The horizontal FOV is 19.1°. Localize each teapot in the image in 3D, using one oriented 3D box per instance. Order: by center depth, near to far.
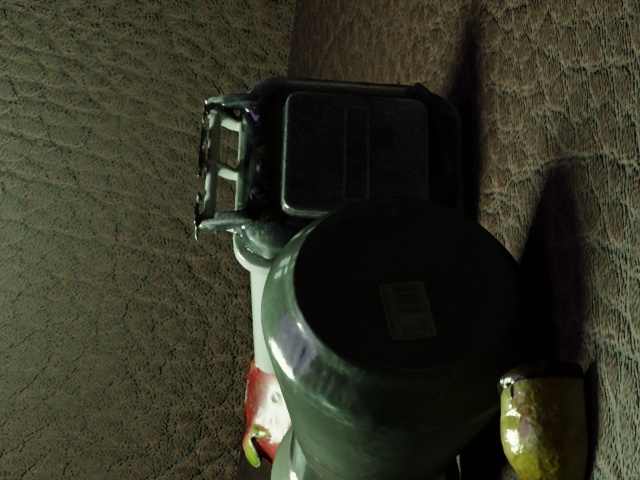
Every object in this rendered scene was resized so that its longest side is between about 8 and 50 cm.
[{"bbox_3d":[0.076,0.157,1.811,0.300,0.253,0.344,53,155,29],"label":"teapot"}]

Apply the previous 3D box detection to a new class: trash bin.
[{"bbox_3d":[0.000,0.000,2.196,0.367,0.296,0.255,99,172,-59],"label":"trash bin"}]

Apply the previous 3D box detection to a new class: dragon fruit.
[{"bbox_3d":[-0.014,0.203,2.498,0.269,0.198,0.200,-102,-5,-67],"label":"dragon fruit"}]

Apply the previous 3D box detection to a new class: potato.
[{"bbox_3d":[0.183,0.165,1.574,0.096,0.066,0.103,102,168,-53],"label":"potato"}]
